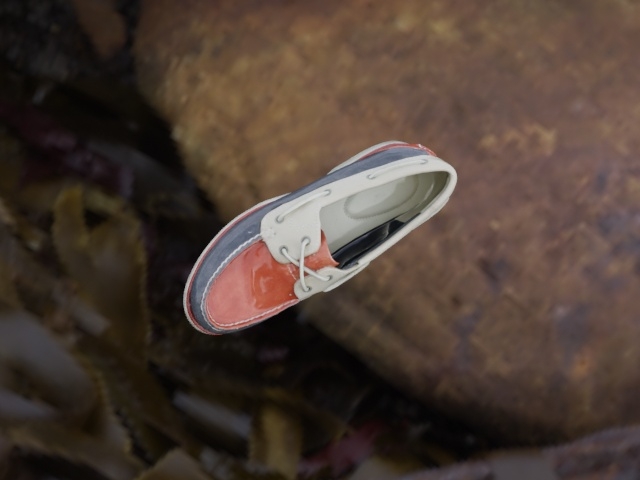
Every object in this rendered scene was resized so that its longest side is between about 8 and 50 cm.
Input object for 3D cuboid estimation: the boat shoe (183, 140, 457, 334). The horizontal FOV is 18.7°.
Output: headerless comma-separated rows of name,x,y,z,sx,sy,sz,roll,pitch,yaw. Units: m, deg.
boat shoe,0.000,0.000,0.879,0.137,0.043,0.049,-33,116,-14
